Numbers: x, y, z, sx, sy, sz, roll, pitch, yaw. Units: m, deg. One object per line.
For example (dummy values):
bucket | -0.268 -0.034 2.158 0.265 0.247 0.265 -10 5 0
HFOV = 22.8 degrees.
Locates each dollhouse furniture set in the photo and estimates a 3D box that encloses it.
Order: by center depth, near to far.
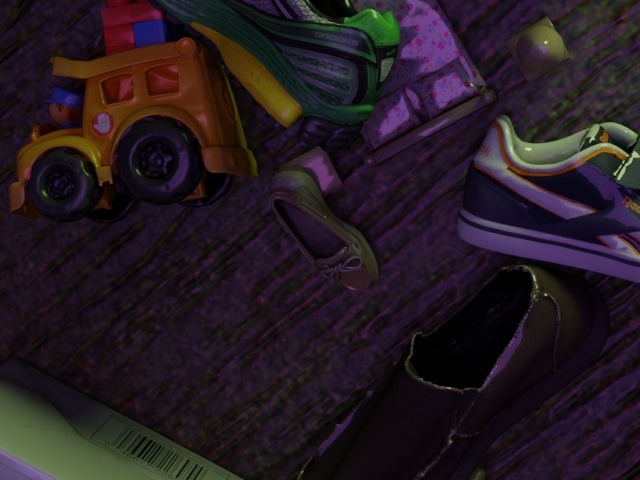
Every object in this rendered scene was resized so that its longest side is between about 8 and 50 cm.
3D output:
dollhouse furniture set | 0.053 -0.238 1.421 0.355 0.174 0.303 -29 92 11

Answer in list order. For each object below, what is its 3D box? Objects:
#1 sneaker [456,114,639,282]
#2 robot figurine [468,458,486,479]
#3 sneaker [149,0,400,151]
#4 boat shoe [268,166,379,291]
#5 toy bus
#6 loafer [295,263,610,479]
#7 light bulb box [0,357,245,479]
sneaker | 0.289 -0.032 1.439 0.321 0.126 0.127 12 105 8
robot figurine | 0.116 0.257 1.536 0.101 0.067 0.115 26 102 -8
sneaker | -0.055 -0.239 1.422 0.343 0.134 0.146 44 113 19
boat shoe | 0.001 -0.001 1.502 0.056 0.048 0.153 -21 121 25
toy bus | -0.187 -0.126 1.491 0.220 0.149 0.211 -11 89 12
loafer | 0.096 0.145 1.474 0.366 0.134 0.130 -45 133 4
light bulb box | -0.251 0.368 1.526 0.358 0.225 0.361 28 102 3
